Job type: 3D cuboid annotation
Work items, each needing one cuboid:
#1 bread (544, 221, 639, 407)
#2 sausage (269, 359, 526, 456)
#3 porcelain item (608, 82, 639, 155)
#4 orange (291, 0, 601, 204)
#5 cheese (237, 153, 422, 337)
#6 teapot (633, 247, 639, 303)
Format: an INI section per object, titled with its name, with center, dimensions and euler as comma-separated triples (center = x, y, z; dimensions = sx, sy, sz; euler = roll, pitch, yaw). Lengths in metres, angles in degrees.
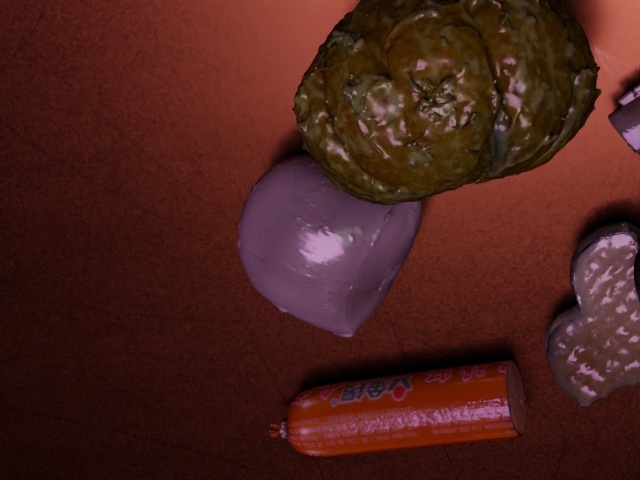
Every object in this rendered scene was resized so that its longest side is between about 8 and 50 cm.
[bread]
center = 0.348, 0.084, 1.527
dimensions = 0.172, 0.064, 0.232
euler = 14, 119, 8
[sausage]
center = 0.085, 0.207, 1.635
dimensions = 0.312, 0.093, 0.093
euler = -9, 113, 18
[porcelain item]
center = 0.398, -0.172, 1.393
dimensions = 0.084, 0.054, 0.213
euler = 43, 113, -8
[orange]
center = 0.112, -0.154, 1.345
dimensions = 0.301, 0.300, 0.223
euler = -16, 85, -17
[cheese]
center = 0.000, 0.000, 1.520
dimensions = 0.189, 0.154, 0.198
euler = 28, 119, 5
[teapot]
center = 0.490, -0.010, 1.366
dimensions = 0.337, 0.270, 0.200
euler = -51, 54, 43
